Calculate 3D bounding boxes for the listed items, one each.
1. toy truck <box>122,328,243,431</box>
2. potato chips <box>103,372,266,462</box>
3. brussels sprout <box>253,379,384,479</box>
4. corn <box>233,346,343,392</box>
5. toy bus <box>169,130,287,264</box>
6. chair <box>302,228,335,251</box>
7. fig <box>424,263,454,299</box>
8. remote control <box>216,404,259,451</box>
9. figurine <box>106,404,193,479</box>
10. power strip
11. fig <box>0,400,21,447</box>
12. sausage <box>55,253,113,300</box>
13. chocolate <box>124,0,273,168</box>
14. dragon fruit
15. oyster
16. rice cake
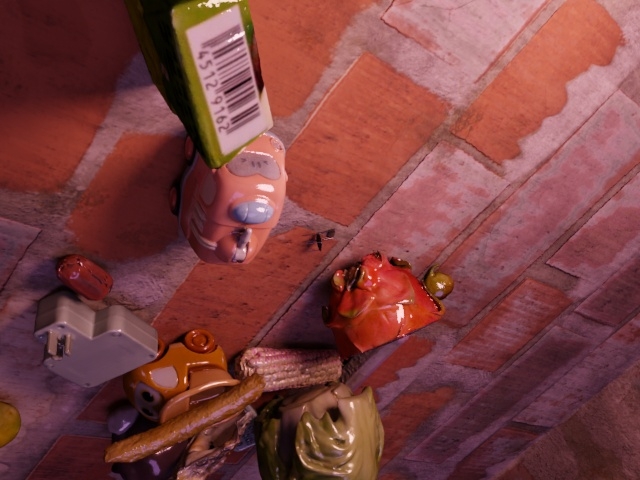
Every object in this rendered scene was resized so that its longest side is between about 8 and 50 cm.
[{"bbox_3d":[-0.345,0.360,1.859,0.287,0.212,0.204,-9,135,-23],"label":"toy truck"},{"bbox_3d":[-0.312,0.429,1.742,0.406,0.057,0.080,-24,134,-13],"label":"potato chips"},{"bbox_3d":[0.009,0.605,2.069,0.342,0.361,0.425,-22,-178,-30],"label":"brussels sprout"},{"bbox_3d":[-0.084,0.359,2.054,0.335,0.127,0.127,5,130,-34],"label":"corn"},{"bbox_3d":[-0.178,-0.080,1.479,0.194,0.232,0.288,6,132,-27],"label":"toy bus"},{"bbox_3d":[0.001,0.001,1.784,0.086,0.042,0.037,-12,141,-14],"label":"chair"},{"bbox_3d":[0.320,0.119,2.045,0.084,0.082,0.098,-27,106,29],"label":"fig"},{"bbox_3d":[-0.255,0.517,2.169,0.128,0.066,0.335,-22,139,0],"label":"remote control"},{"bbox_3d":[-0.456,0.585,2.098,0.218,0.206,0.365,0,163,4],"label":"figurine"},{"bbox_3d":[-0.532,0.241,1.682,0.229,0.141,0.261,-24,138,16],"label":"power strip"},{"bbox_3d":[-0.809,0.453,1.803,0.136,0.121,0.153,-33,162,0],"label":"fig"},{"bbox_3d":[-0.511,0.078,1.594,0.076,0.076,0.141,-35,139,10],"label":"sausage"},{"bbox_3d":[-0.204,-0.320,1.184,0.137,0.289,0.301,-25,140,-16],"label":"chocolate"},{"bbox_3d":[0.144,0.157,1.888,0.305,0.226,0.305,-24,170,-4],"label":"dragon fruit"},{"bbox_3d":[-0.281,0.541,1.935,0.100,0.275,0.271,42,109,-8],"label":"oyster"},{"bbox_3d":[0.136,0.359,2.165,0.070,0.064,0.399,3,139,-38],"label":"rice cake"}]
